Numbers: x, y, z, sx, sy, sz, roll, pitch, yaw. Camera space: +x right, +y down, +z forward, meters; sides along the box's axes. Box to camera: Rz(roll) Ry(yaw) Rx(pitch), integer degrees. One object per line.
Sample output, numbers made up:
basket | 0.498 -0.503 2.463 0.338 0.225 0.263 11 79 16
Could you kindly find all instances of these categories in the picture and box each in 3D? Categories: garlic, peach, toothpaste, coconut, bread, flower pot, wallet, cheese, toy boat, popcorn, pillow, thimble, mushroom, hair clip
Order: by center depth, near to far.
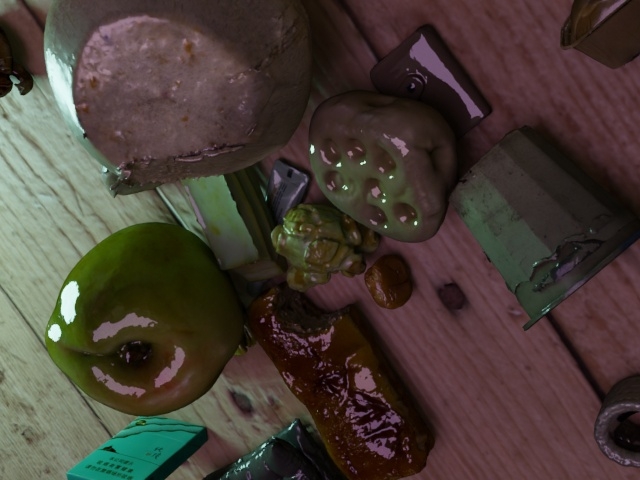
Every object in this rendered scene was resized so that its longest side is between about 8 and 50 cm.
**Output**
flower pot | 0.274 -0.021 1.029 0.202 0.212 0.212 47 127 15
coconut | -0.179 -0.252 1.091 0.347 0.360 0.346 -1 123 -1
cheese | 0.092 -0.109 1.096 0.235 0.117 0.218 49 150 -7
wallet | 0.146 -0.202 1.102 0.118 0.039 0.152 -37 94 35
thimble | 0.441 0.248 1.119 0.115 0.090 0.102 -30 93 38
popcorn | 0.000 0.000 1.225 0.162 0.141 0.135 -34 52 19
bread | 0.104 0.064 1.229 0.046 0.081 0.083 -15 67 48
toy boat | -0.146 -0.060 1.278 0.111 0.084 0.276 -16 96 38
toothpaste | -0.079 -0.012 1.319 0.067 0.037 0.255 29 121 17
peach | -0.278 0.118 1.322 0.315 0.315 0.281 18 118 4
bread | 0.034 0.226 1.325 0.185 0.109 0.380 -28 98 38
garlic | -0.309 -0.133 1.365 0.196 0.087 0.101 -19 115 32
mushroom | -0.579 -0.311 1.433 0.171 0.080 0.135 38 135 12
hair clip | -0.194 0.200 1.479 0.173 0.046 0.072 -19 99 36
pillow | -0.085 0.488 1.524 0.228 0.101 0.326 51 128 -2

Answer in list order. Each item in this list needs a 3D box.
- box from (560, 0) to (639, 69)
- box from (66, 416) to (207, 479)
box | 0.351 -0.276 0.915 0.111 0.111 0.177 50 126 0
box | -0.348 0.414 1.555 0.161 0.226 0.042 6 112 28
